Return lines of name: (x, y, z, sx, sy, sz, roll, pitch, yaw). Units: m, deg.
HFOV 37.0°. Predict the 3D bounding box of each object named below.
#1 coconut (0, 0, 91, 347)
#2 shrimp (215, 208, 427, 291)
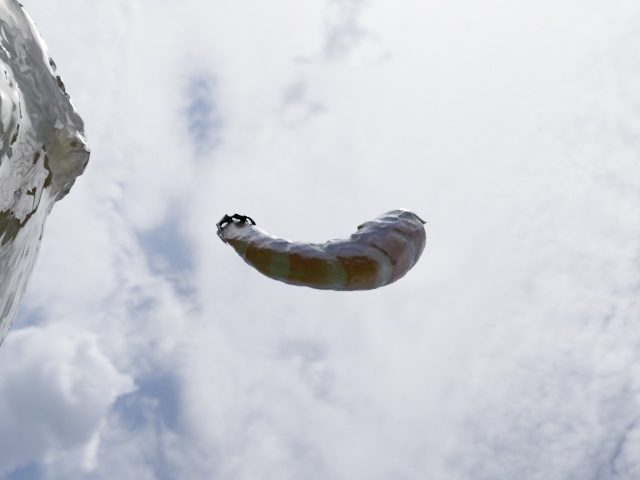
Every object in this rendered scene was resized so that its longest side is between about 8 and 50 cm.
coconut: (-0.309, -0.043, 0.488, 0.405, 0.405, 0.404, -2, -93, 29)
shrimp: (0.000, 0.000, 0.823, 0.166, 0.161, 0.049, 16, -62, 30)
